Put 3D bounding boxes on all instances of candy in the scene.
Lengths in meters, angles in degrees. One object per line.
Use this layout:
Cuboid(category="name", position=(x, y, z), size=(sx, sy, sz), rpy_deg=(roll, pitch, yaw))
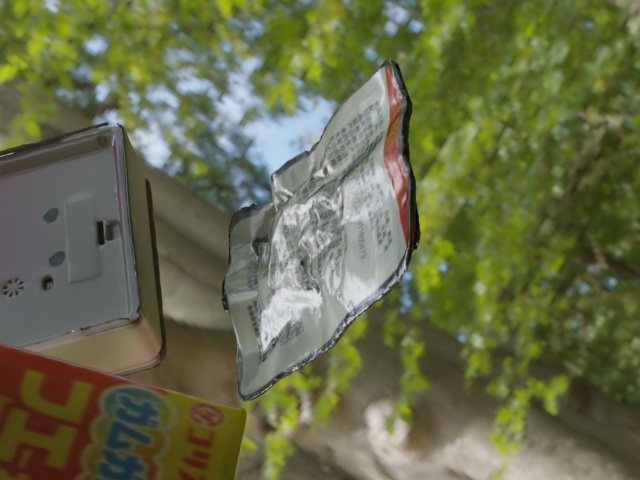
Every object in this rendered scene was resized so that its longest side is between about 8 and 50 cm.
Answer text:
Cuboid(category="candy", position=(-0.179, 0.110, 0.714), size=(0.146, 0.276, 0.088), rpy_deg=(-80, 8, -60))

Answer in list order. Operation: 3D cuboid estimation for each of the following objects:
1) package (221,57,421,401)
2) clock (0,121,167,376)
Cuboid(category="package", position=(0.000, 0.000, 1.094), size=(0.040, 0.166, 0.232), rpy_deg=(15, -38, -29))
Cuboid(category="clock", position=(-0.198, 0.016, 1.199), size=(0.146, 0.192, 0.071), rpy_deg=(-15, -39, 5))
